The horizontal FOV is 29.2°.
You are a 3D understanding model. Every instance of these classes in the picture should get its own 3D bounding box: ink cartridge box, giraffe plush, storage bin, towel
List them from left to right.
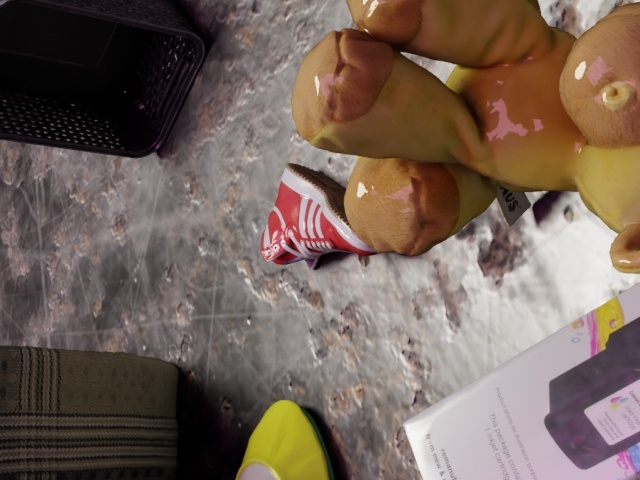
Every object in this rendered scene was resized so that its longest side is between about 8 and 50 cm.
[{"bbox_3d":[-0.198,0.227,0.827,0.056,0.324,0.312,-7,79,27],"label":"towel"},{"bbox_3d":[-0.198,-0.145,0.965,0.122,0.180,0.084,-60,44,27],"label":"storage bin"},{"bbox_3d":[0.118,-0.054,0.573,0.170,0.210,0.181,19,76,45],"label":"giraffe plush"},{"bbox_3d":[0.146,0.076,0.524,0.175,0.127,0.072,-35,57,22],"label":"ink cartridge box"}]

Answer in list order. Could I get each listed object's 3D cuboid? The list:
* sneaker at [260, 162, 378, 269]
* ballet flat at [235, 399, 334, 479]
[{"bbox_3d":[0.000,0.000,0.813,0.118,0.042,0.067,43,114,53],"label":"sneaker"},{"bbox_3d":[-0.026,0.214,0.792,0.077,0.077,0.231,-30,63,46],"label":"ballet flat"}]
